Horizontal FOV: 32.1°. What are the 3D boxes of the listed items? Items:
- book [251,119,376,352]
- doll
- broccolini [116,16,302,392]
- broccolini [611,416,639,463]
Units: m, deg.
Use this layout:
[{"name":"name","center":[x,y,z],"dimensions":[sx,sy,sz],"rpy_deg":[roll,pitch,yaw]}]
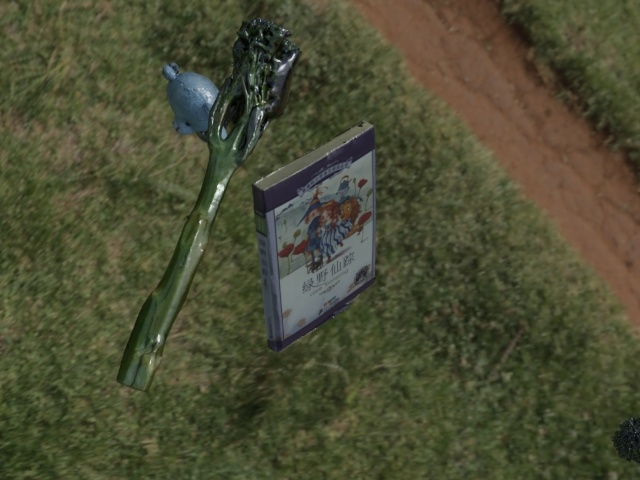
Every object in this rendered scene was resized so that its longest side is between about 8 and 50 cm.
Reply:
[{"name":"book","center":[0.001,0.000,1.192],"dimensions":[0.157,0.231,0.026],"rpy_deg":[-33,49,-31]},{"name":"doll","center":[-0.181,-0.174,1.606],"dimensions":[0.120,0.179,0.075],"rpy_deg":[42,69,18]},{"name":"broccolini","center":[-0.078,-0.028,0.699],"dimensions":[0.071,0.057,0.254],"rpy_deg":[36,70,-32]},{"name":"broccolini","center":[0.276,0.172,0.838],"dimensions":[0.140,0.030,0.035],"rpy_deg":[31,70,-21]}]
